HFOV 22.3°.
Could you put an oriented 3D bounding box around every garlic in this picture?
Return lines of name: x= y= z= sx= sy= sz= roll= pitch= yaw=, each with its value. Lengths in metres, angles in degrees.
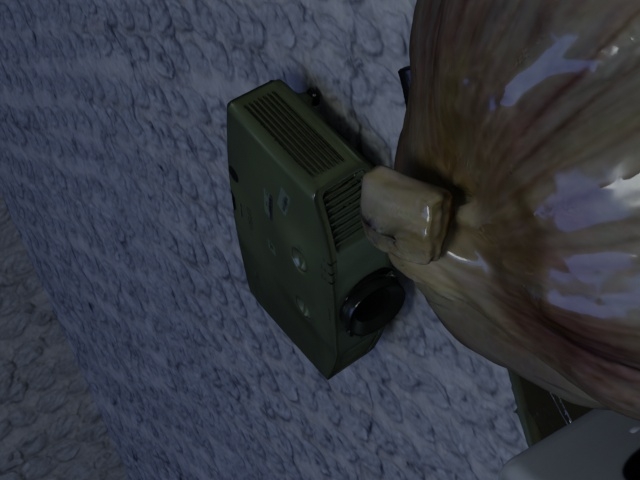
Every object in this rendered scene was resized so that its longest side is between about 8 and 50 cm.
garlic: x=0.165 y=-0.043 z=0.853 sx=0.322 sy=0.241 sz=0.322 roll=28 pitch=143 yaw=23

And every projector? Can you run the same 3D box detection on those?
projector: x=0.000 y=0.000 z=1.478 sx=0.193 sy=0.088 sz=0.269 roll=47 pitch=156 yaw=34

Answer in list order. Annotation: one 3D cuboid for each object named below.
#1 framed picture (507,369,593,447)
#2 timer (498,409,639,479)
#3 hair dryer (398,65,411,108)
framed picture: x=0.246 y=0.243 z=1.282 sx=0.232 sy=0.024 sz=0.315 roll=30 pitch=143 yaw=56
timer: x=0.247 y=0.199 z=0.967 sx=0.192 sy=0.195 sz=0.194 roll=34 pitch=144 yaw=54
hair dryer: x=0.140 y=-0.042 z=1.150 sx=0.219 sy=0.075 sz=0.195 roll=-5 pitch=102 yaw=58
